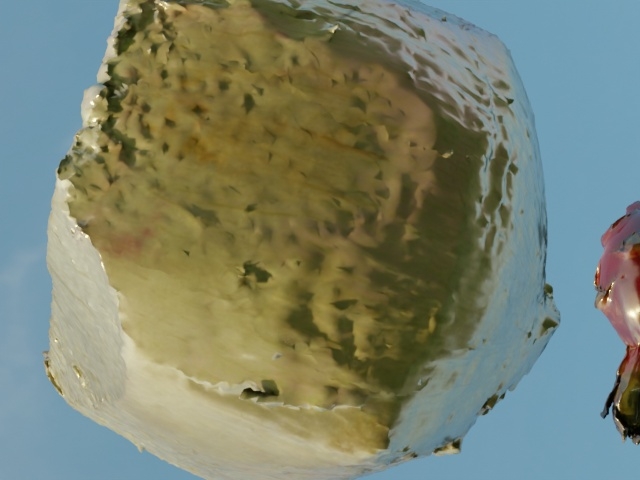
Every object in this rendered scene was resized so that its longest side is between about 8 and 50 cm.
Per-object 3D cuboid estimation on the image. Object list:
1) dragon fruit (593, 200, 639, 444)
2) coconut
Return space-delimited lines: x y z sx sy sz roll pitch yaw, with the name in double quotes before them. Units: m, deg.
"dragon fruit" 0.311 0.074 1.491 0.125 0.125 0.246 23 -108 -10
"coconut" 0.000 0.000 1.148 0.404 0.404 0.405 2 -94 -26
